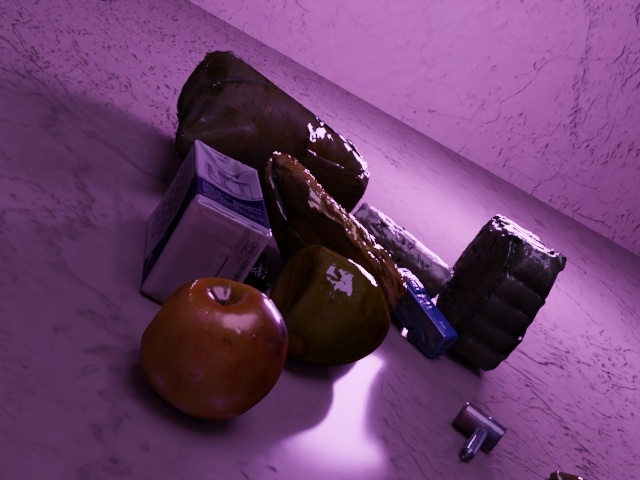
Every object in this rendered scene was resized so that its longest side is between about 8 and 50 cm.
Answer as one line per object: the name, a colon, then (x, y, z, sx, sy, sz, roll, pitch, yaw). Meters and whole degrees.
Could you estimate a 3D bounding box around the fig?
fig: (0.003, 0.085, 1.150, 0.165, 0.144, 0.154, -32, 104, -63)

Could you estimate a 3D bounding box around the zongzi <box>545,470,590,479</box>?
zongzi: (0.394, 0.450, 0.740, 0.467, 0.218, 0.500, 28, 22, -10)

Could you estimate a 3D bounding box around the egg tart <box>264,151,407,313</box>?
egg tart: (0.000, 0.000, 1.357, 0.297, 0.132, 0.297, 52, 3, -3)

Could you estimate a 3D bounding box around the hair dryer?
hair dryer: (0.194, 0.253, 1.204, 0.063, 0.037, 0.114, 36, 24, 12)

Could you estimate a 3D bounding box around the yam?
yam: (0.118, 0.031, 1.539, 0.194, 0.107, 0.107, 37, 17, 7)

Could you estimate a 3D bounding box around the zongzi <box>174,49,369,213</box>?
zongzi: (-0.072, -0.122, 1.496, 0.356, 0.174, 0.393, 33, 17, -16)

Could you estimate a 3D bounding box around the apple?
apple: (-0.099, 0.100, 0.913, 0.146, 0.146, 0.146, 31, 17, -11)

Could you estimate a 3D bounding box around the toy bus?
toy bus: (0.145, 0.108, 1.438, 0.051, 0.061, 0.153, 3, 46, -50)

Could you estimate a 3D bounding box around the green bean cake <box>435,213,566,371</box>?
green bean cake: (0.284, 0.078, 1.514, 0.125, 0.223, 0.227, 32, 14, -8)

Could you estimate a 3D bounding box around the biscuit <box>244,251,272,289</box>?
biscuit: (-0.095, 0.032, 1.275, 0.089, 0.027, 0.087, 37, 18, 14)

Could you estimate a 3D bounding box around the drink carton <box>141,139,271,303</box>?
drink carton: (-0.143, -0.017, 1.144, 0.101, 0.134, 0.222, 25, 18, -19)
